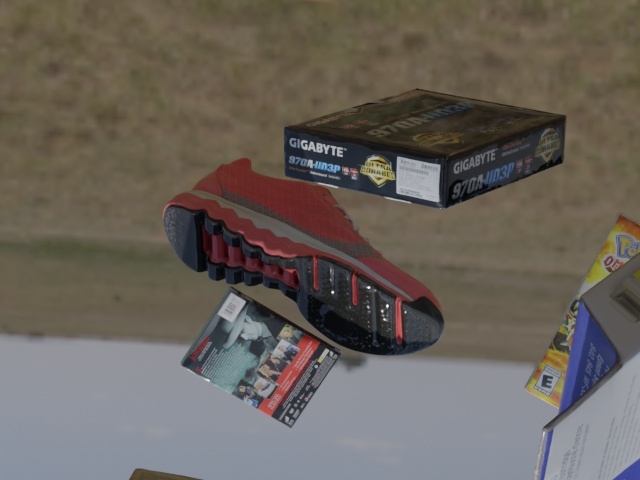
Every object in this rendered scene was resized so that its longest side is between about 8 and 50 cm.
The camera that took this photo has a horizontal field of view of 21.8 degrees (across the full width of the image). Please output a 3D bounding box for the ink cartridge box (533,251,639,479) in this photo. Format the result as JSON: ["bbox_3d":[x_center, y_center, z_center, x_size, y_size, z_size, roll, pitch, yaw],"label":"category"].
[{"bbox_3d":[0.225,0.114,1.140,0.307,0.304,0.072,-30,-124,-24],"label":"ink cartridge box"}]

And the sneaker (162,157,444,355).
[{"bbox_3d":[0.000,-0.001,1.677,0.313,0.136,0.116,26,142,18],"label":"sneaker"}]

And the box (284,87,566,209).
[{"bbox_3d":[0.100,-0.088,1.538,0.175,0.051,0.220,14,-159,35],"label":"box"}]

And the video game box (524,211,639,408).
[{"bbox_3d":[0.318,0.102,1.508,0.205,0.187,0.048,28,-176,9],"label":"video game box"}]

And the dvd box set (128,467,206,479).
[{"bbox_3d":[-0.101,0.372,1.814,0.307,0.062,0.420,10,-167,2],"label":"dvd box set"}]

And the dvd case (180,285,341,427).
[{"bbox_3d":[-0.053,0.106,1.499,0.119,0.087,0.013,30,-169,-14],"label":"dvd case"}]
